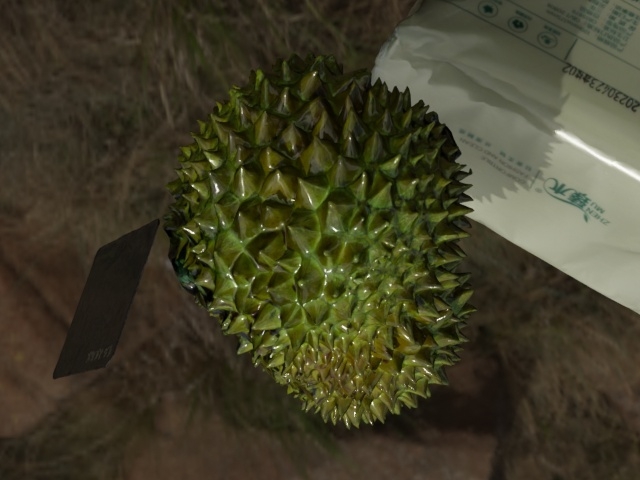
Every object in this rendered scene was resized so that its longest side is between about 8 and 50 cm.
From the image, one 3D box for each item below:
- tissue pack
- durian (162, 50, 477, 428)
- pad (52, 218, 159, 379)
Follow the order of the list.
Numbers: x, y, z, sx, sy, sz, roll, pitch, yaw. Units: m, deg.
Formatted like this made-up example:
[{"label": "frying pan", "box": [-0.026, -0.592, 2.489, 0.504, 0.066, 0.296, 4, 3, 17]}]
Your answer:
[{"label": "tissue pack", "box": [0.260, -0.138, 1.383, 0.380, 0.297, 0.207, 31, 144, 8]}, {"label": "durian", "box": [-0.003, 0.000, 1.055, 0.225, 0.291, 0.291, -13, 134, -23]}, {"label": "pad", "box": [-0.159, 0.045, 1.028, 0.003, 0.112, 0.157, 23, 162, -21]}]
